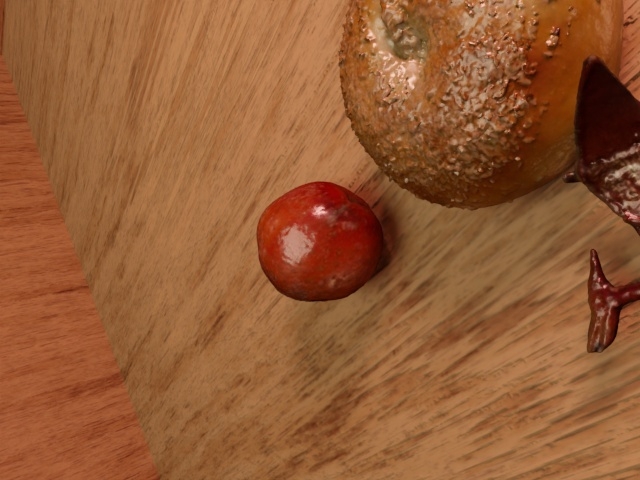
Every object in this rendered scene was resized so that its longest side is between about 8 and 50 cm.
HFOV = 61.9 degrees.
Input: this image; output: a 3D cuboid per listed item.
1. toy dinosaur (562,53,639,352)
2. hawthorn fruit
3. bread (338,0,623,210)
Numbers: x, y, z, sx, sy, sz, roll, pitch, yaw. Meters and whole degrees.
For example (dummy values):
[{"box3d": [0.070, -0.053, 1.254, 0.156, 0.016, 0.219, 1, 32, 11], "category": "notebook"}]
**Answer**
[{"box3d": [0.283, 0.020, 0.397, 0.206, 0.113, 0.328, 2, 108, 39], "category": "toy dinosaur"}, {"box3d": [0.000, 0.000, 0.719, 0.172, 0.172, 0.173, 16, 112, 47], "category": "hawthorn fruit"}, {"box3d": [0.129, -0.180, 0.519, 0.305, 0.158, 0.306, 19, 114, 48], "category": "bread"}]
